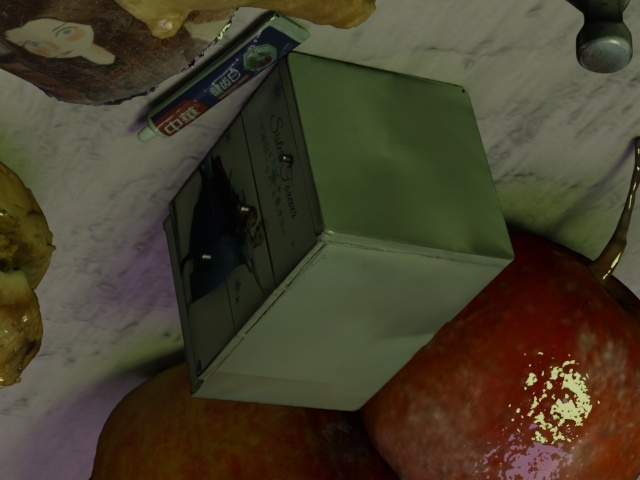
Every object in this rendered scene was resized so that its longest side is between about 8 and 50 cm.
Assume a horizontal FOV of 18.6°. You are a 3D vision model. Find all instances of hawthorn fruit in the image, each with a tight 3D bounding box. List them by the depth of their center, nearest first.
[{"bbox_3d":[0.150,0.109,1.462,0.231,0.235,0.263,-26,174,-33],"label":"hawthorn fruit"}]

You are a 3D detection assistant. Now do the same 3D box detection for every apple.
[{"bbox_3d":[-0.018,0.204,1.541,0.293,0.251,0.163,12,150,-33],"label":"apple"}]

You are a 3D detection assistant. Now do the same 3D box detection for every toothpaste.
[{"bbox_3d":[-0.068,-0.102,1.270,0.140,0.021,0.037,-34,144,26],"label":"toothpaste"}]

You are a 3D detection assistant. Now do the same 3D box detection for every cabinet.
[{"bbox_3d":[0.000,0.000,1.334,0.150,0.145,0.206,8,143,-30],"label":"cabinet"}]

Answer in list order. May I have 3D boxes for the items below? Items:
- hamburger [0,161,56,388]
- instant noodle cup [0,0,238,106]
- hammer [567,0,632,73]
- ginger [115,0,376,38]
[{"bbox_3d":[-0.330,0.023,1.246,0.319,0.158,0.318,-9,148,-6],"label":"hamburger"},{"bbox_3d":[-0.150,-0.181,0.960,0.217,0.217,0.207,-25,151,20],"label":"instant noodle cup"},{"bbox_3d":[0.038,-0.181,1.114,0.290,0.137,0.037,11,143,-9],"label":"hammer"},{"bbox_3d":[0.078,-0.194,0.922,0.348,0.122,0.363,-50,128,2],"label":"ginger"}]
